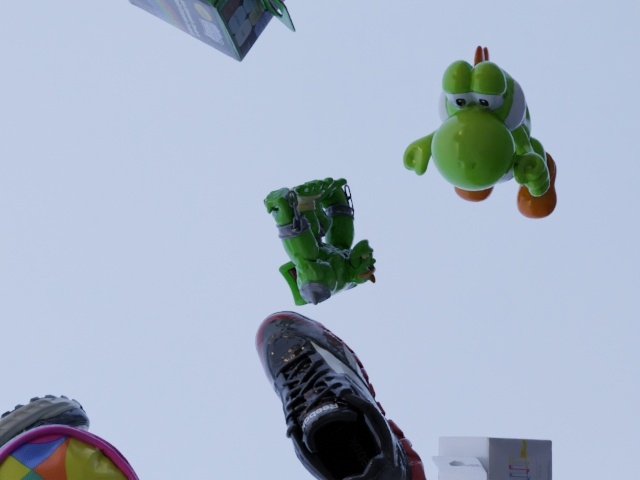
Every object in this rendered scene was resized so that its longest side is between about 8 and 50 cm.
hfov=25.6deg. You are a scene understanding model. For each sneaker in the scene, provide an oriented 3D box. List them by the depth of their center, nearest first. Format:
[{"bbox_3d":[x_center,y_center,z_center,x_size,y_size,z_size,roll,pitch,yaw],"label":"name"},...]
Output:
[{"bbox_3d":[-0.322,0.261,1.409,0.122,0.110,0.283,45,-138,10],"label":"sneaker"},{"bbox_3d":[0.006,0.170,1.466,0.097,0.276,0.135,-38,-31,6],"label":"sneaker"}]

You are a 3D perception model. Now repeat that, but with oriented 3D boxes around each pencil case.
[{"bbox_3d":[-0.177,0.197,0.810,0.104,0.236,0.104,15,-130,-18],"label":"pencil case"}]

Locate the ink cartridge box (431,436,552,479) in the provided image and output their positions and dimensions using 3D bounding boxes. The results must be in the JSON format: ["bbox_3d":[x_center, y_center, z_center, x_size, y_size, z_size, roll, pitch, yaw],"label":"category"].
[{"bbox_3d":[0.220,0.300,1.827,0.143,0.092,0.090,9,-102,-39],"label":"ink cartridge box"}]

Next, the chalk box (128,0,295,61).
[{"bbox_3d":[-0.112,-0.302,1.575,0.132,0.213,0.132,-57,-18,-12],"label":"chalk box"}]

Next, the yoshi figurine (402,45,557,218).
[{"bbox_3d":[0.227,-0.117,1.964,0.203,0.203,0.362,-31,-25,5],"label":"yoshi figurine"}]

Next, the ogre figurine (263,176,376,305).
[{"bbox_3d":[0.000,0.000,1.418,0.096,0.197,0.118,-15,-89,-2],"label":"ogre figurine"}]
